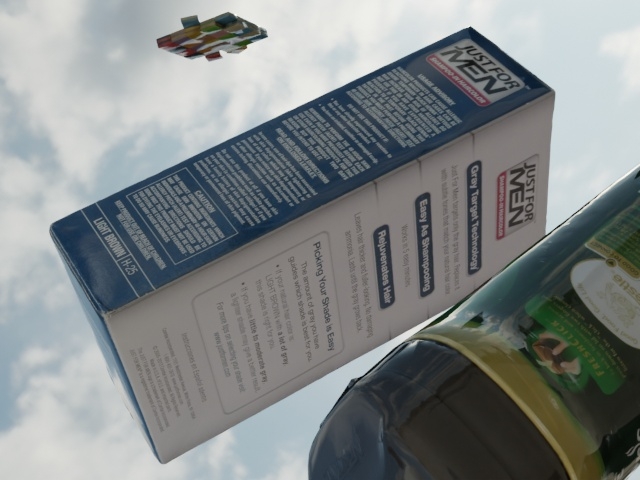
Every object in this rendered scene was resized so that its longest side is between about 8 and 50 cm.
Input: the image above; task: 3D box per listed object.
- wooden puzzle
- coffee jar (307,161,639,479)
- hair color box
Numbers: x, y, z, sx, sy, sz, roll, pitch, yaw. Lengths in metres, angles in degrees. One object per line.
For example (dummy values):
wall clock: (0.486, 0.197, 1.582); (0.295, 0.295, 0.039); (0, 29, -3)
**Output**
wooden puzzle: (-0.063, -0.119, 0.643); (0.083, 0.049, 0.006); (3, -107, -67)
coffee jar: (0.081, 0.045, 0.371); (0.184, 0.079, 0.096); (-32, -18, -33)
hair color box: (0.000, 0.000, 0.795); (0.347, 0.105, 0.174); (-26, -41, -16)
